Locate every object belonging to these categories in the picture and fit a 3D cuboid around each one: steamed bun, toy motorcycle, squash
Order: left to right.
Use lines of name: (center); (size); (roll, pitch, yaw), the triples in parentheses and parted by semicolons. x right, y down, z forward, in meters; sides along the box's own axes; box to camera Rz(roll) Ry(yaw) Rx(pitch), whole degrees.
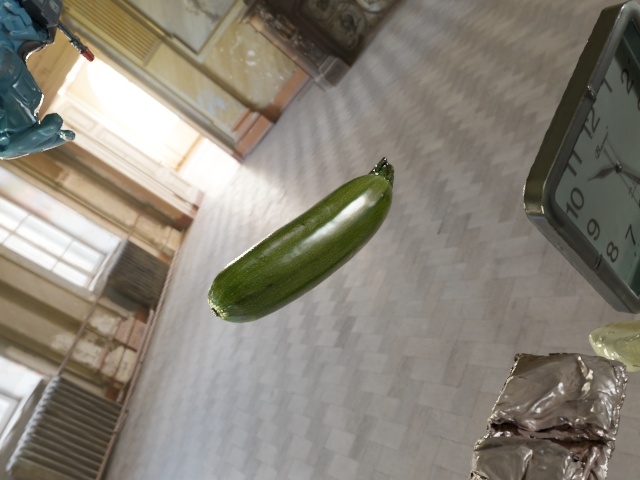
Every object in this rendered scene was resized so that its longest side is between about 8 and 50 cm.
toy motorcycle: (-0.375, -0.207, 0.616); (0.124, 0.182, 0.271); (-12, 62, 15)
squash: (0.000, 0.000, 0.496); (0.252, 0.066, 0.066); (-37, 13, -28)
steamed bun: (0.637, 0.221, 1.069); (0.130, 0.090, 0.112); (-17, 8, -4)

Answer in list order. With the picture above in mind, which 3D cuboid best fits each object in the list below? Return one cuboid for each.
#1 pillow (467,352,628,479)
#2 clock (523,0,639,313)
pillow: (0.246, 0.209, 0.559); (0.135, 0.049, 0.248); (-4, 29, 41)
clock: (0.348, -0.084, 0.597); (0.049, 0.279, 0.273); (9, 67, 56)
